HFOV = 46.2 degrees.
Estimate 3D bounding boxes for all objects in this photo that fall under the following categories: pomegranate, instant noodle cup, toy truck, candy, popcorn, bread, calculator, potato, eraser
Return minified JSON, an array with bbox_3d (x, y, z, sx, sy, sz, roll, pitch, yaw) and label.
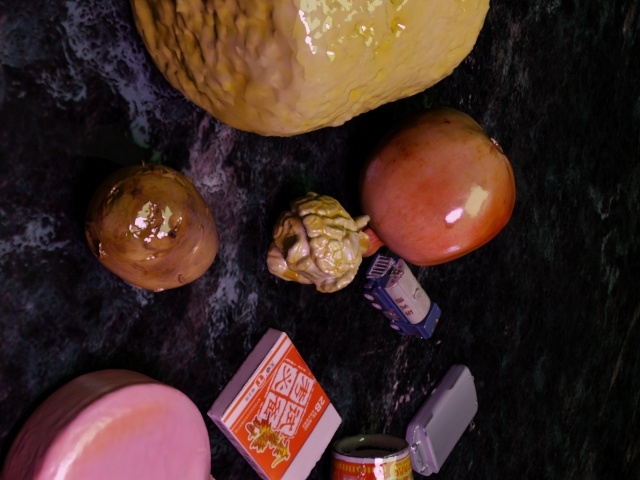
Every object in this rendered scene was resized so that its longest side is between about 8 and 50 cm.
[{"bbox_3d":[0.162,-0.071,1.168,0.229,0.270,0.252,46,15,-12],"label":"pomegranate"},{"bbox_3d":[0.087,0.440,1.235,0.193,0.193,0.212,-4,93,-50],"label":"instant noodle cup"},{"bbox_3d":[0.139,0.093,1.282,0.201,0.088,0.074,51,58,-43],"label":"toy truck"},{"bbox_3d":[-0.234,0.273,0.863,0.255,0.094,0.255,-14,108,-48],"label":"candy"},{"bbox_3d":[0.000,0.000,1.059,0.162,0.141,0.135,-16,119,-6],"label":"popcorn"},{"bbox_3d":[-0.017,-0.285,0.815,0.308,0.348,0.348,-34,123,-38],"label":"bread"},{"bbox_3d":[0.248,0.356,1.503,0.246,0.045,0.141,-45,129,-36],"label":"calculator"},{"bbox_3d":[-0.188,-0.016,0.840,0.137,0.137,0.176,-60,158,-23],"label":"potato"},{"bbox_3d":[-0.060,0.262,1.116,0.157,0.038,0.230,-53,134,-29],"label":"eraser"}]
